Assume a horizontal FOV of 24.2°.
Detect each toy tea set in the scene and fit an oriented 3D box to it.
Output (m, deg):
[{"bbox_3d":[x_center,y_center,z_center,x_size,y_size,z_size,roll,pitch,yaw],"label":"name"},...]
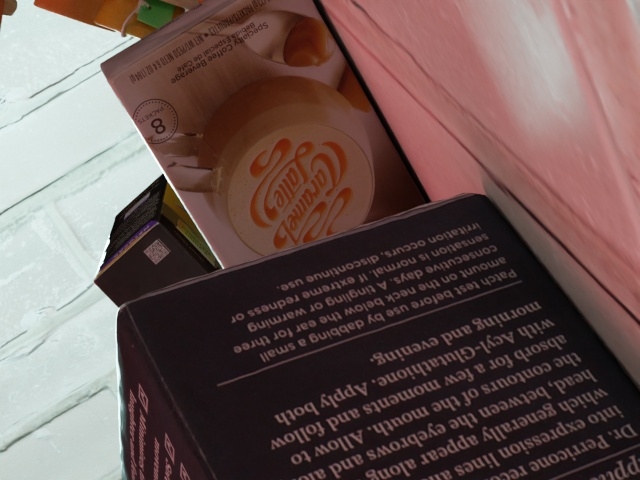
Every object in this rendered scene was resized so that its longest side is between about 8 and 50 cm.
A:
[{"bbox_3d":[-0.205,-0.169,1.214,0.336,0.124,0.200,17,-173,-7],"label":"toy tea set"}]

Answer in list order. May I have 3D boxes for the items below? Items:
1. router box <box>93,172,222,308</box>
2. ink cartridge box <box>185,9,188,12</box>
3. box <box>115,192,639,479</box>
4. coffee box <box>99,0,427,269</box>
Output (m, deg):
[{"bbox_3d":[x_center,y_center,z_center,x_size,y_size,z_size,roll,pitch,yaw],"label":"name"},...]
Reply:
[{"bbox_3d":[-0.067,0.089,1.374,0.309,0.081,0.243,47,-173,-13],"label":"router box"},{"bbox_3d":[-0.120,-0.206,1.641,0.165,0.065,0.333,55,176,39],"label":"ink cartridge box"},{"bbox_3d":[0.070,0.228,0.724,0.395,0.212,0.293,57,154,36],"label":"box"},{"bbox_3d":[-0.022,-0.043,0.990,0.246,0.141,0.098,59,176,-17],"label":"coffee box"}]
